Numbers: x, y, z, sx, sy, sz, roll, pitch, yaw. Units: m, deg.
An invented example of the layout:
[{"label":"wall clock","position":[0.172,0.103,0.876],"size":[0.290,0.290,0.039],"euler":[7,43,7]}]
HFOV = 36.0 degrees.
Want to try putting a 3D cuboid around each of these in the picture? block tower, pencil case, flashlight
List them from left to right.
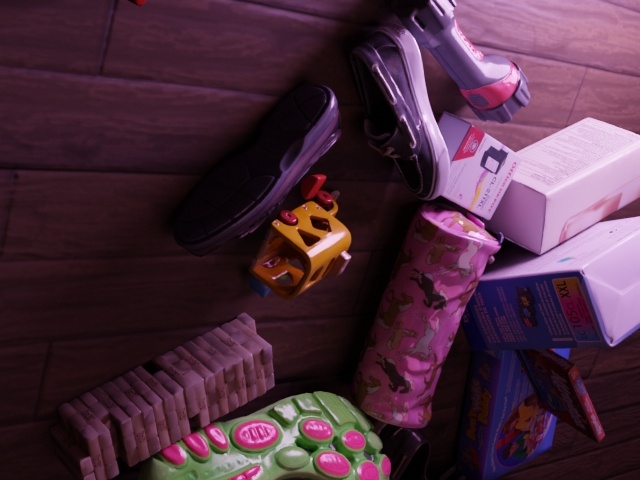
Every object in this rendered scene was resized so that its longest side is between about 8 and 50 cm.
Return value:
[{"label":"block tower","position":[-0.215,0.226,1.422],"size":[0.335,0.097,0.091],"euler":[-27,132,-31]},{"label":"pencil case","position":[0.176,0.133,1.692],"size":[0.167,0.160,0.386],"euler":[18,104,-11]},{"label":"flashlight","position":[0.220,-0.298,1.514],"size":[0.103,0.103,0.304],"euler":[-39,135,10]}]

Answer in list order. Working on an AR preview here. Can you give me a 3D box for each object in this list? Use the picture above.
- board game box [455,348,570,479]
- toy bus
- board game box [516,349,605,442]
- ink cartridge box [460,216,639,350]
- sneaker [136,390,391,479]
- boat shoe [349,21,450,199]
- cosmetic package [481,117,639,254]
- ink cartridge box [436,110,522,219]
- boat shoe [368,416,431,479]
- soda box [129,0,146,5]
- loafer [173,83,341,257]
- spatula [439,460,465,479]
[{"label":"board game box","position":[0.412,0.323,2.079],"size":[0.233,0.078,0.347],"euler":[-16,122,-36]},{"label":"toy bus","position":[-0.008,0.008,1.419],"size":[0.202,0.104,0.191],"euler":[-49,166,-9]},{"label":"board game box","position":[0.473,0.294,1.956],"size":[0.027,0.145,0.281],"euler":[-47,135,-14]},{"label":"ink cartridge box","position":[0.422,0.080,1.779],"size":[0.270,0.395,0.151],"euler":[-26,100,-33]},{"label":"sneaker","position":[-0.093,0.365,1.576],"size":[0.482,0.185,0.202],"euler":[2,148,-37]},{"label":"boat shoe","position":[0.112,-0.172,1.478],"size":[0.102,0.108,0.301],"euler":[-36,132,-22]},{"label":"cosmetic package","position":[0.450,-0.106,1.807],"size":[0.296,0.153,0.129],"euler":[-24,128,-30]},{"label":"ink cartridge box","position":[0.248,-0.123,1.661],"size":[0.175,0.072,0.127],"euler":[21,98,-47]},{"label":"boat shoe","position":[0.140,0.488,1.894],"size":[0.132,0.130,0.355],"euler":[-23,128,-32]},{"label":"soda box","position":[-0.147,-0.384,1.115],"size":[0.263,0.083,0.092],"euler":[-42,136,-16]},{"label":"loafer","position":[-0.073,-0.082,1.362],"size":[0.302,0.109,0.095],"euler":[-49,142,-14]},{"label":"spatula","position":[0.364,0.493,2.195],"size":[0.242,0.019,0.168],"euler":[-38,136,-21]}]
